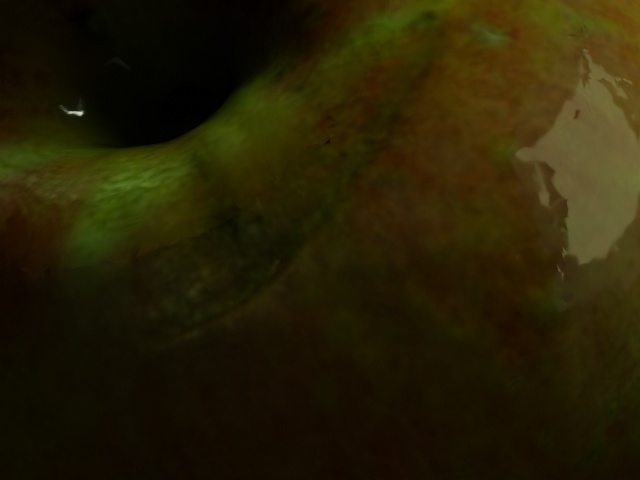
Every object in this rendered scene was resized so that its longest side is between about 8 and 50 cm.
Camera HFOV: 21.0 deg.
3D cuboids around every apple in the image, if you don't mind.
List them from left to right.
[{"bbox_3d":[0.000,0.000,0.670,0.339,0.339,0.340,-12,90,-72],"label":"apple"}]
